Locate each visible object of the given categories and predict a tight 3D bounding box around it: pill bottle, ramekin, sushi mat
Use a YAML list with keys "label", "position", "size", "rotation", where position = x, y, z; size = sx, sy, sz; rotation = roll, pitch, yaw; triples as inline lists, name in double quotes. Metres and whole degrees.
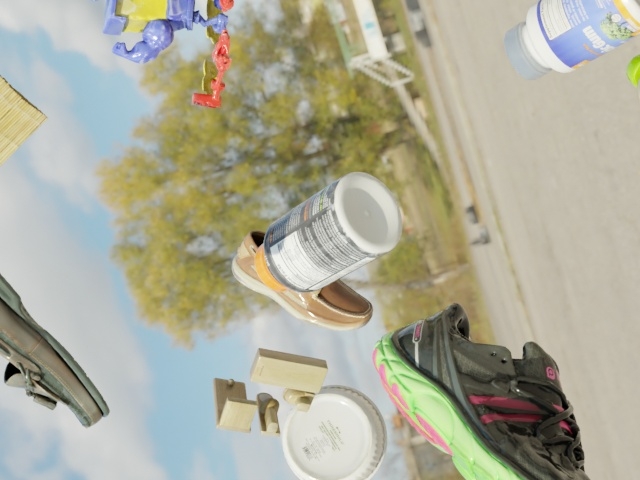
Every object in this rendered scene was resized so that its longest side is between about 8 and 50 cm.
- label: "pill bottle"
  position: [0.000, 0.000, 1.561]
  size: [0.130, 0.245, 0.130]
  rotation: [18, -120, -33]
- label: "ramekin"
  position: [0.023, 0.377, 1.963]
  size: [0.109, 0.207, 0.207]
  rotation: [56, -163, -77]
- label: "sushi mat"
  position: [-0.724, -0.189, 2.116]
  size: [0.151, 0.316, 0.019]
  rotation: [48, 174, -40]
- label: "pill bottle"
  position: [0.485, -0.409, 1.931]
  size: [0.152, 0.272, 0.152]
  rotation: [23, -126, -36]

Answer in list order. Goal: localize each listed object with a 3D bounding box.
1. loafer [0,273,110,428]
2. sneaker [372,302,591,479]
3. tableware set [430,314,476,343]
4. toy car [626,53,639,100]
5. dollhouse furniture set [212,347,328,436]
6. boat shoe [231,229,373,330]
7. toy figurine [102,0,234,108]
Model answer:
- label: "loafer"
  position: [-0.359, 0.128, 1.206]
  size: [0.267, 0.084, 0.096]
  rotation: [54, 156, -15]
- label: "sneaker"
  position: [0.264, 0.243, 1.358]
  size: [0.483, 0.202, 0.185]
  rotation: [45, 169, 37]
- label: "tableware set"
  position: [0.244, 0.193, 1.796]
  size: [0.024, 0.104, 0.154]
  rotation: [-58, 31, 36]
- label: "toy car"
  position: [0.558, -0.215, 1.454]
  size: [0.188, 0.149, 0.155]
  rotation: [29, -159, -19]
- label: "dollhouse furniture set"
  position: [-0.085, 0.222, 1.685]
  size: [0.123, 0.144, 0.151]
  rotation: [-106, 32, -59]
- label: "boat shoe"
  position: [-0.036, 0.082, 2.157]
  size: [0.123, 0.324, 0.116]
  rotation: [-53, -16, -52]
- label: "toy figurine"
  position: [-0.232, -0.383, 1.467]
  size: [0.191, 0.217, 0.363]
  rotation: [140, 133, -74]
